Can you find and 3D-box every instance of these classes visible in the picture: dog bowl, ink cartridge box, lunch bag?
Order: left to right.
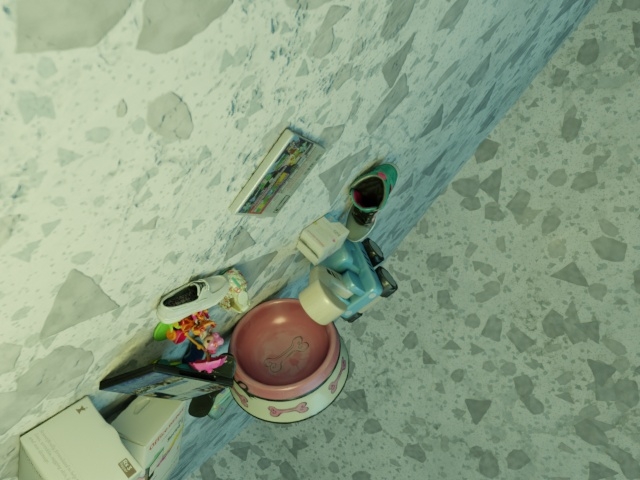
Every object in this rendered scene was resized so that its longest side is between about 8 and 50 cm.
[{"bbox_3d":[-0.475,0.565,1.230,0.201,0.117,0.278,-51,158,-64],"label":"ink cartridge box"},{"bbox_3d":[-0.382,0.595,1.798,0.224,0.108,0.279,-46,167,-25],"label":"lunch bag"},{"bbox_3d":[-0.113,0.359,1.448,0.408,0.408,0.150,-38,142,-29],"label":"dog bowl"},{"bbox_3d":[0.000,0.000,1.379,0.143,0.092,0.090,-34,161,-35],"label":"ink cartridge box"}]

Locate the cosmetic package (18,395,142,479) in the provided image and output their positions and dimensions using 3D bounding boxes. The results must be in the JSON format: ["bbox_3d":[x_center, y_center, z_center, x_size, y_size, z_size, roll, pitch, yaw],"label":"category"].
[{"bbox_3d":[-0.563,0.561,1.033,0.156,0.217,0.385,-30,156,-48],"label":"cosmetic package"}]

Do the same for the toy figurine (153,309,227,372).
[{"bbox_3d":[-0.280,0.226,1.058,0.173,0.159,0.130,-54,164,20],"label":"toy figurine"}]

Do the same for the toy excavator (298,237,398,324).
[{"bbox_3d":[0.057,0.130,1.496,0.222,0.433,0.445,-39,135,20],"label":"toy excavator"}]

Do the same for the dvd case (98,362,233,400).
[{"bbox_3d":[-0.355,0.339,1.065,0.180,0.022,0.253,-23,147,23],"label":"dvd case"}]

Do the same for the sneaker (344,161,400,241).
[{"bbox_3d":[0.140,-0.105,1.425,0.178,0.123,0.296,-29,149,-61],"label":"sneaker"}]

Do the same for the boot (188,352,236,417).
[{"bbox_3d":[-0.333,0.398,1.383,0.236,0.085,0.179,-59,-159,17],"label":"boot"}]

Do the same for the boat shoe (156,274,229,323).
[{"bbox_3d":[-0.276,0.116,0.996,0.184,0.066,0.063,-21,152,-39],"label":"boat shoe"}]

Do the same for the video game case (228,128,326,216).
[{"bbox_3d":[-0.085,-0.133,0.951,0.201,0.023,0.183,-50,165,15],"label":"video game case"}]

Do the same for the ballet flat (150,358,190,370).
[{"bbox_3d":[-0.420,0.364,1.205,0.077,0.077,0.231,-17,163,-1],"label":"ballet flat"}]

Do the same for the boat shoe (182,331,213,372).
[{"bbox_3d":[-0.348,0.332,1.315,0.066,0.066,0.183,-41,169,-51],"label":"boat shoe"}]

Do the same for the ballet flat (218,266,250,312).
[{"bbox_3d":[-0.222,0.150,1.180,0.091,0.077,0.241,-43,165,-19],"label":"ballet flat"}]
